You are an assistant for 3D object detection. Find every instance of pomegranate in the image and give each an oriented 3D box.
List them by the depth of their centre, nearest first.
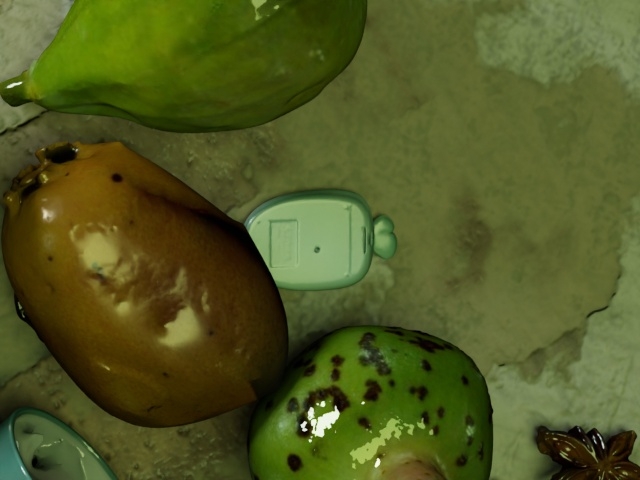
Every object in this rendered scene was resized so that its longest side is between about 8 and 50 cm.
[{"bbox_3d":[0.074,0.188,1.541,0.231,0.286,0.231,-8,103,-38],"label":"pomegranate"}]

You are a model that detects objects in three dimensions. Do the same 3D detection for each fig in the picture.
[{"bbox_3d":[-0.098,-0.192,1.489,0.233,0.314,0.233,26,48,-33],"label":"fig"}]

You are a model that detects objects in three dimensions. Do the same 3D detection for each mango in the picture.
[{"bbox_3d":[-0.155,0.039,1.508,0.287,0.152,0.201,44,75,-22],"label":"mango"}]

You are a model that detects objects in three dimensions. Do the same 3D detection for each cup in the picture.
[{"bbox_3d":[-0.271,0.257,1.508,0.173,0.167,0.299,-41,95,11],"label":"cup"}]

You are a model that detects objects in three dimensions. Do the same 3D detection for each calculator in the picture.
[{"bbox_3d":[0.000,0.000,1.621,0.153,0.021,0.095,-2,101,-15],"label":"calculator"}]

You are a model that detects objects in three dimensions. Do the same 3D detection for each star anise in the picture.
[{"bbox_3d":[0.239,0.231,1.723,0.191,0.070,0.097,7,70,-18],"label":"star anise"}]
